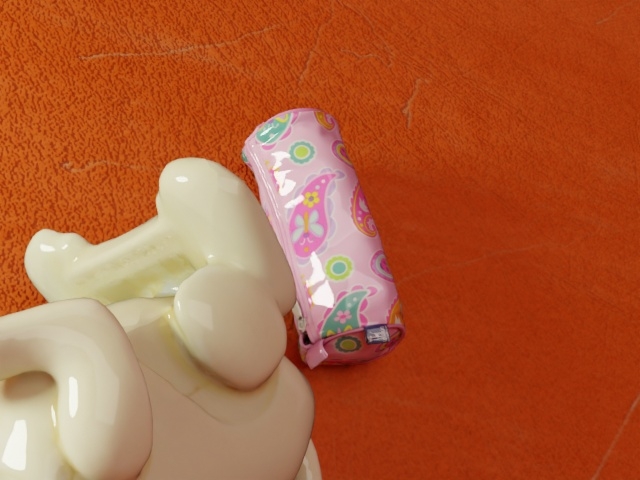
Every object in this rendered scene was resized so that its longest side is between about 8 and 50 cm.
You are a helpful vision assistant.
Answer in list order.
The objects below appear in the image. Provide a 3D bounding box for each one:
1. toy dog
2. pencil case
[{"bbox_3d":[-0.195,0.196,0.917,0.395,0.285,0.408,62,40,-21],"label":"toy dog"},{"bbox_3d":[0.000,0.000,1.248,0.124,0.124,0.284,-3,65,-31],"label":"pencil case"}]
